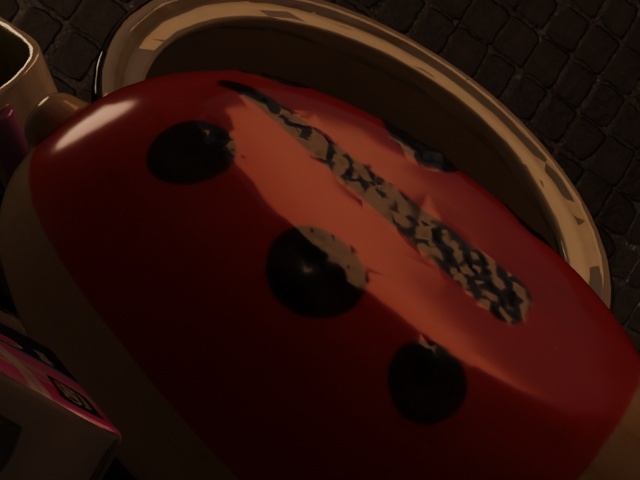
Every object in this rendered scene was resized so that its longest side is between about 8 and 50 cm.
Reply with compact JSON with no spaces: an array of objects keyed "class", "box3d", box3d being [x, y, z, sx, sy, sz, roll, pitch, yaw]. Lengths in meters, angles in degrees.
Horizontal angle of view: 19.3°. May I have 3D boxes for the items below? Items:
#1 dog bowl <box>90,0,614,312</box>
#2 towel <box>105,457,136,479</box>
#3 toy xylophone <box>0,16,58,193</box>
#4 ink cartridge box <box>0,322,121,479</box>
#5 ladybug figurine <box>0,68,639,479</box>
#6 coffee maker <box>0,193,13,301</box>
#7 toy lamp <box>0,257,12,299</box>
[{"class":"dog bowl","box3d":[0.000,0.000,1.365,0.408,0.150,0.408,21,36,-16]},{"class":"towel","box3d":[-0.041,0.162,1.150,0.285,0.034,0.209,30,1,-26]},{"class":"toy xylophone","box3d":[-0.293,-0.146,1.456,0.323,0.081,0.236,27,-35,53]},{"class":"ink cartridge box","box3d":[-0.261,-0.002,0.746,0.371,0.069,0.176,30,-1,-19]},{"class":"ladybug figurine","box3d":[0.023,0.053,1.048,0.449,0.162,0.305,37,36,-1]},{"class":"coffee maker","box3d":[-0.238,0.006,1.635,0.171,0.120,0.178,32,-1,15]},{"class":"toy lamp","box3d":[-0.197,0.047,1.409,0.275,0.080,0.080,32,-1,34]}]
